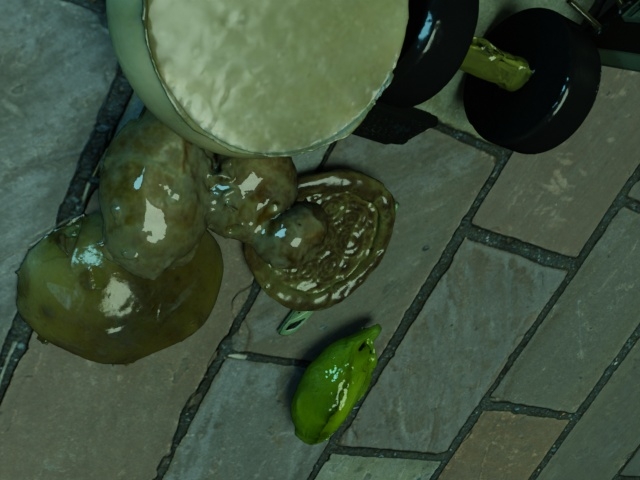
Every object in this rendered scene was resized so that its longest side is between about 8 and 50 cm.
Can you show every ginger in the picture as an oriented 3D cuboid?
[{"bbox_3d":[-0.133,-0.068,1.051,0.304,0.155,0.244,3,80,-23],"label":"ginger"}]

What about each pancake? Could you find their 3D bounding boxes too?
[{"bbox_3d":[0.000,0.000,1.255,0.250,0.031,0.250,-11,123,-17],"label":"pancake"}]

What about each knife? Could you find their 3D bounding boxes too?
[{"bbox_3d":[0.028,0.046,1.325,0.043,0.020,0.293,30,104,-41],"label":"knife"}]

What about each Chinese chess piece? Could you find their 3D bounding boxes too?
[{"bbox_3d":[-0.063,-0.256,0.898,0.338,0.140,0.338,-12,115,-26],"label":"Chinese chess piece"}]

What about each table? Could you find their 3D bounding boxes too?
[{"bbox_3d":[0.464,-0.329,1.188,0.121,0.240,0.111,-43,112,1],"label":"table"}]

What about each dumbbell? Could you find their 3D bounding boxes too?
[{"bbox_3d":[0.204,-0.251,1.103,0.322,0.204,0.203,13,113,-35],"label":"dumbbell"}]

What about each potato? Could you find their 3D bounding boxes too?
[{"bbox_3d":[-0.258,0.075,1.126,0.299,0.116,0.239,2,115,-32],"label":"potato"}]

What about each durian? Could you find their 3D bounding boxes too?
[{"bbox_3d":[0.021,0.253,1.414,0.139,0.101,0.250,-25,142,-62],"label":"durian"}]

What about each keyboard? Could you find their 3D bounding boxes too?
[{"bbox_3d":[0.043,-0.182,1.142,0.262,0.016,0.106,12,157,-35],"label":"keyboard"}]
